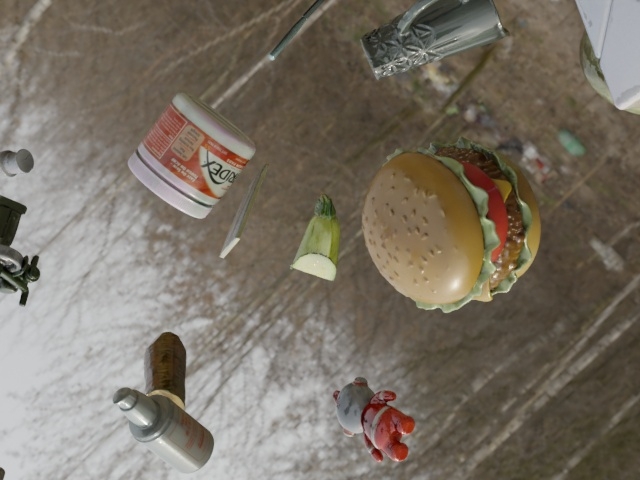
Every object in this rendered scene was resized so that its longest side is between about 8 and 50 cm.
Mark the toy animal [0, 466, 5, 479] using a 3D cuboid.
[{"bbox_3d":[-0.519,0.447,1.250,0.303,0.344,0.194,9,166,12],"label":"toy animal"}]

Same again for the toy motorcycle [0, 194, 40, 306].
[{"bbox_3d":[-0.575,0.009,1.621,0.127,0.275,0.205,33,-124,-39],"label":"toy motorcycle"}]

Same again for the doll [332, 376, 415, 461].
[{"bbox_3d":[0.094,0.344,1.817,0.076,0.142,0.245,9,-173,-31],"label":"doll"}]

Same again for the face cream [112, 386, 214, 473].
[{"bbox_3d":[-0.308,0.349,1.770,0.251,0.101,0.101,53,180,-42],"label":"face cream"}]

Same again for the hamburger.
[{"bbox_3d":[0.189,-0.023,1.463,0.212,0.274,0.274,-14,-128,-41],"label":"hamburger"}]

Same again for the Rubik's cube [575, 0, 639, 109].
[{"bbox_3d":[0.565,-0.397,1.275,0.319,0.316,0.321,-40,65,63],"label":"Rubik's cube"}]

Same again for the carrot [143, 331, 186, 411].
[{"bbox_3d":[-0.393,0.339,2.346,0.114,0.114,0.302,43,-167,-23],"label":"carrot"}]

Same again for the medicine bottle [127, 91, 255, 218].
[{"bbox_3d":[-0.330,-0.223,2.408,0.253,0.240,0.252,37,-171,-7],"label":"medicine bottle"}]

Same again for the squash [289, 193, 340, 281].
[{"bbox_3d":[-0.001,0.002,1.741,0.090,0.200,0.075,24,-137,15],"label":"squash"}]

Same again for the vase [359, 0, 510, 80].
[{"bbox_3d":[0.235,-0.450,1.958,0.251,0.301,0.156,46,-159,-69],"label":"vase"}]

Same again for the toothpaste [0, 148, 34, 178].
[{"bbox_3d":[-0.713,-0.153,1.970,0.057,0.234,0.089,67,-149,-29],"label":"toothpaste"}]

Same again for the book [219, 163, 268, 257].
[{"bbox_3d":[-0.218,-0.078,2.608,0.018,0.228,0.322,22,165,-9],"label":"book"}]

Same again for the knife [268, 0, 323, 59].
[{"bbox_3d":[-0.034,-0.368,1.573,0.015,0.210,0.028,35,144,-2],"label":"knife"}]

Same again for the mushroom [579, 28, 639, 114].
[{"bbox_3d":[0.660,-0.392,1.750,0.260,0.352,0.352,37,-170,-36],"label":"mushroom"}]
